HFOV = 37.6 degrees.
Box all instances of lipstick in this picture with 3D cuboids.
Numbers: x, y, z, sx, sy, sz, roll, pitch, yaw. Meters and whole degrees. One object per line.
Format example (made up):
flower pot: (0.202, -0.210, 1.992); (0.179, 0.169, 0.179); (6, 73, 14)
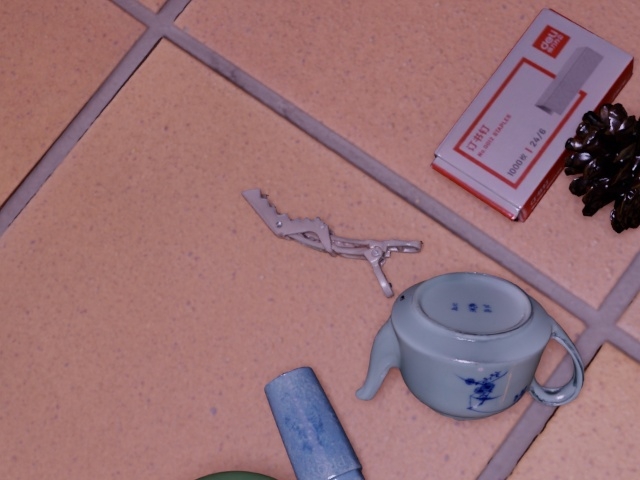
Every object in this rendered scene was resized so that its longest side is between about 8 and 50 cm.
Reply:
lipstick: (0.020, 0.266, 0.976); (0.068, 0.061, 0.274); (-26, 69, 2)

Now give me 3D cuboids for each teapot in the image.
teapot: (0.152, 0.123, 0.958); (0.232, 0.159, 0.159); (2, 74, 3)

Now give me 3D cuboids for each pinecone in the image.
pinecone: (0.316, -0.083, 0.974); (0.140, 0.140, 0.121); (-41, 55, -1)

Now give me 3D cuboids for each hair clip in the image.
hair clip: (0.000, 0.000, 1.075); (0.226, 0.034, 0.072); (19, 80, 18)

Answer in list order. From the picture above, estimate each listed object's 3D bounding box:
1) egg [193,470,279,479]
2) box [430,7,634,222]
egg: (-0.090, 0.356, 0.891); (0.220, 0.220, 0.269); (8, 82, 15)
box: (0.236, -0.138, 1.053); (0.123, 0.050, 0.229); (36, 84, 20)
